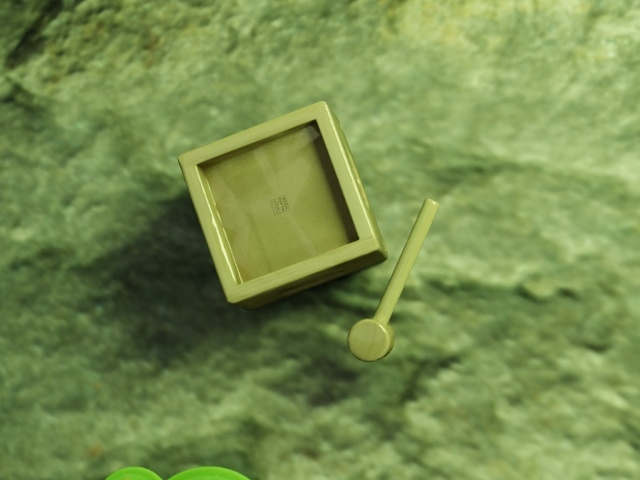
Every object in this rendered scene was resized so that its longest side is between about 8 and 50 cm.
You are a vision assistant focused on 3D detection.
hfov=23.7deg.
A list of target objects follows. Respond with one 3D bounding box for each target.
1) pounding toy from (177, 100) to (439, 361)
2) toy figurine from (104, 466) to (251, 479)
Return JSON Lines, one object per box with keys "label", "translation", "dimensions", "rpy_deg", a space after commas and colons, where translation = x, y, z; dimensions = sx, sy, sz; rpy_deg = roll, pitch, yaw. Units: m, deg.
{"label": "pounding toy", "translation": [0.011, 0.002, 1.222], "dimensions": [0.181, 0.094, 0.206], "rpy_deg": [-21, 81, 5]}
{"label": "toy figurine", "translation": [-0.132, 0.222, 1.169], "dimensions": [0.173, 0.159, 0.130], "rpy_deg": [23, 84, 21]}
